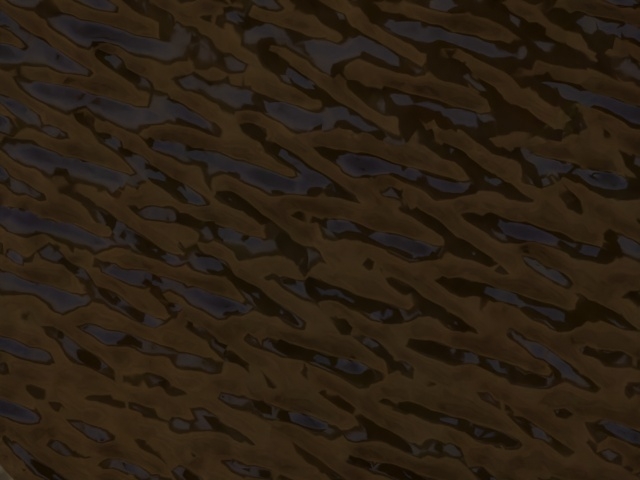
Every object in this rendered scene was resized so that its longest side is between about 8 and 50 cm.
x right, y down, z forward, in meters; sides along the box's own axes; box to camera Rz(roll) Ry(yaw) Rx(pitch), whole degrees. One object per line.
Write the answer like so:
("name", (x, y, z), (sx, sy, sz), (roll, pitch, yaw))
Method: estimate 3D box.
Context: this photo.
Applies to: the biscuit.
("biscuit", (0.000, 0.000, 0.564), (0.262, 0.262, 0.037), (-9, 12, 18))
